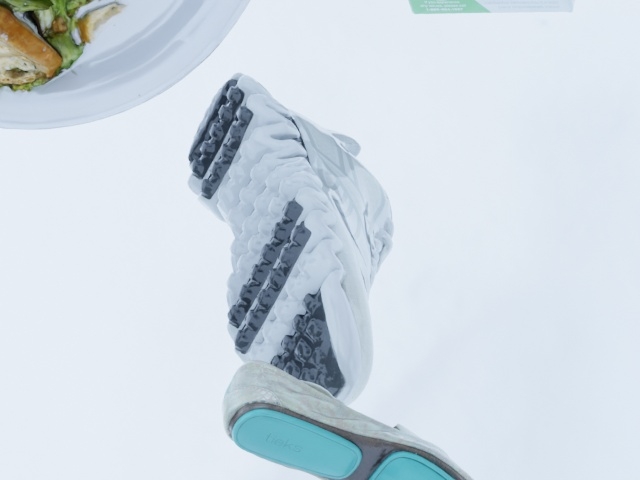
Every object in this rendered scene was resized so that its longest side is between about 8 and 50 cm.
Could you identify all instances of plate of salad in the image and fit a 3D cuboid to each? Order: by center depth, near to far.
[{"bbox_3d":[-0.114,-0.132,0.619,0.200,0.199,0.048,-20,19,11],"label":"plate of salad"}]

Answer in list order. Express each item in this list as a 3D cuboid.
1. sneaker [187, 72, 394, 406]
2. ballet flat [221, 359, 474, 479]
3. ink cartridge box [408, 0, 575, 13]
[{"bbox_3d":[0.000,0.000,1.087,0.110,0.118,0.292,-56,29,27],"label":"sneaker"},{"bbox_3d":[0.024,0.111,0.925,0.057,0.168,0.052,-50,21,29],"label":"ballet flat"},{"bbox_3d":[0.134,-0.294,1.485,0.154,0.212,0.093,3,58,19],"label":"ink cartridge box"}]
